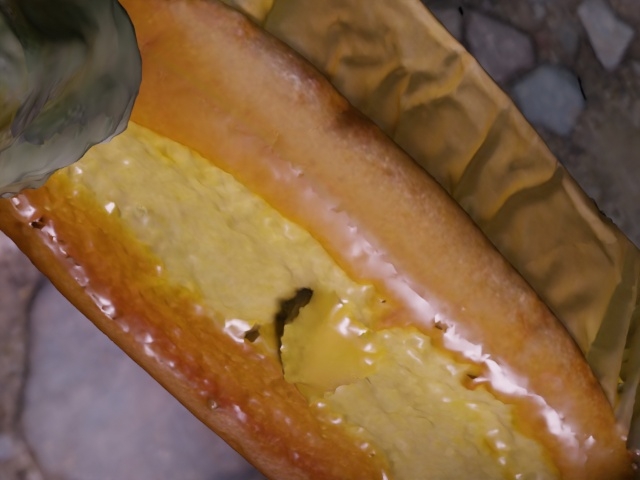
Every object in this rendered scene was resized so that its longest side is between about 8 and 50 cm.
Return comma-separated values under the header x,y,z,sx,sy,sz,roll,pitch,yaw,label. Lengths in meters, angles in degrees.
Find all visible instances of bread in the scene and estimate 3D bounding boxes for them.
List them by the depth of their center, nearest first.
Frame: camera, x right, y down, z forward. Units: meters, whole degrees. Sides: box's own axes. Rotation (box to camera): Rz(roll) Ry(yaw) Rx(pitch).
x,y,z,sx,sy,sz,roll,pitch,yaw,label
0.000,0.000,0.660,0.288,0.152,0.119,45,46,-16,bread

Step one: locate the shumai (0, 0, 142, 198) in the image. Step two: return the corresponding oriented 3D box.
x,y,z,sx,sy,sz,roll,pitch,yaw,label
-0.229,-0.106,0.468,0.309,0.304,0.263,-17,96,-61,shumai
